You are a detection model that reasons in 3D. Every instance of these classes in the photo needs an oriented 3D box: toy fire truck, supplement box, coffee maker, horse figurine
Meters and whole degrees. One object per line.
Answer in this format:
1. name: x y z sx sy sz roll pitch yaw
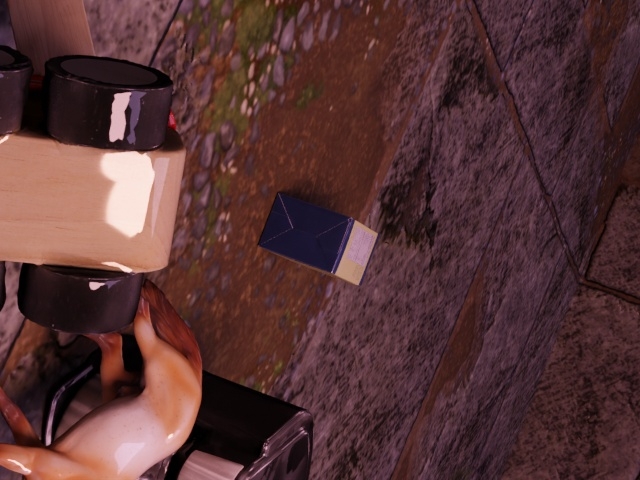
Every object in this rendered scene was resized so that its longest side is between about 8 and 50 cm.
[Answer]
1. toy fire truck: -0.187 -0.080 0.591 0.246 0.217 0.158 -123 -139 -65
2. supplement box: 0.000 0.000 1.134 0.083 0.083 0.056 28 83 -66
3. coffee maker: -0.096 0.146 0.918 0.171 0.178 0.120 -55 153 -32
4. horse figurine: -0.155 0.117 0.798 0.066 0.174 0.263 -37 -174 44
